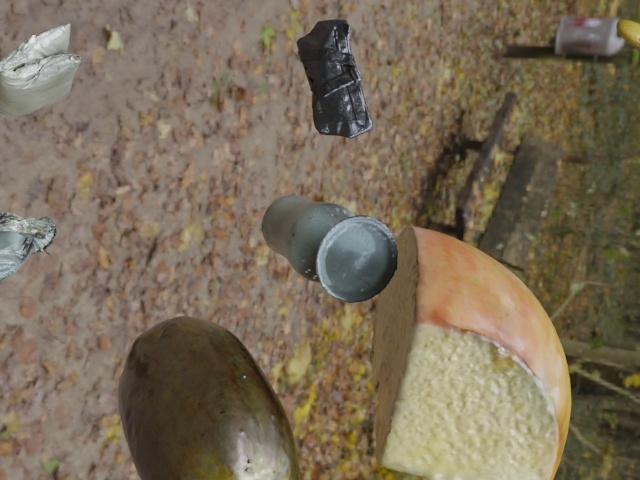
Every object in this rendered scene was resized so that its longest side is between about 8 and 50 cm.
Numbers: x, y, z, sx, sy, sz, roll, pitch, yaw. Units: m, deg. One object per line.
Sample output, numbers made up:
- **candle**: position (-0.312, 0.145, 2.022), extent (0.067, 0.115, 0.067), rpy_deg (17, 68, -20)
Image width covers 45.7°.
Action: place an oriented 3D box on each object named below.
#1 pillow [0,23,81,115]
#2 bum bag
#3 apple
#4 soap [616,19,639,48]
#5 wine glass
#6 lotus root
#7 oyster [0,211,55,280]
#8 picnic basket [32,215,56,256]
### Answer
- **pillow**: position (-0.459, -0.264, 1.221), extent (0.134, 0.181, 0.077), rpy_deg (-34, 92, -27)
- **bum bag**: position (0.020, -0.240, 1.146), extent (0.049, 0.087, 0.197), rpy_deg (71, 6, -77)
- **apple**: position (0.162, 0.134, 0.937), extent (0.314, 0.252, 0.309), rpy_deg (52, 23, -17)
- **soap**: position (0.290, -0.163, 0.642), extent (0.034, 0.089, 0.012), rpy_deg (-63, 178, -43)
- **wine glass**: position (0.000, 0.000, 0.952), extent (0.103, 0.231, 0.103), rpy_deg (-5, 104, -22)
- **lotus root**: position (-0.093, 0.146, 0.623), extent (0.123, 0.241, 0.124), rpy_deg (-48, 125, -2)
- **oyster**: position (-0.493, 0.008, 1.125), extent (0.252, 0.087, 0.199), rpy_deg (-49, 173, -38)
- **picnic basket**: position (-0.528, -0.007, 1.409), extent (0.083, 0.065, 0.083), rpy_deg (-35, 161, -12)
